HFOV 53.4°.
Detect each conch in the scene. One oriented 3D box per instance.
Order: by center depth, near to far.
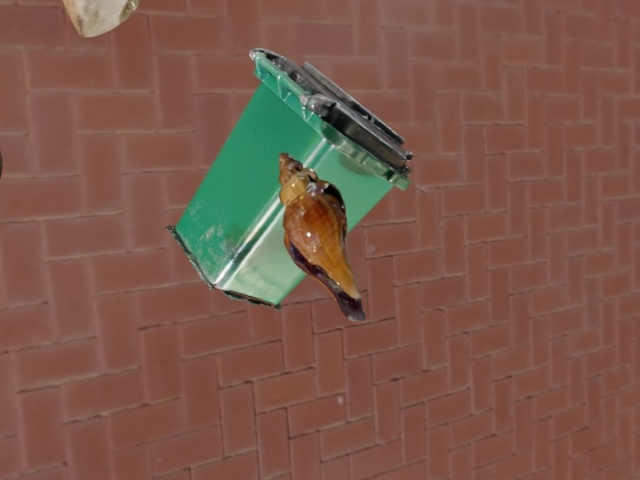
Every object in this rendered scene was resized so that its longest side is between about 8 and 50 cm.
[{"bbox_3d":[-0.005,0.000,0.816,0.080,0.086,0.232,-18,103,-57],"label":"conch"}]

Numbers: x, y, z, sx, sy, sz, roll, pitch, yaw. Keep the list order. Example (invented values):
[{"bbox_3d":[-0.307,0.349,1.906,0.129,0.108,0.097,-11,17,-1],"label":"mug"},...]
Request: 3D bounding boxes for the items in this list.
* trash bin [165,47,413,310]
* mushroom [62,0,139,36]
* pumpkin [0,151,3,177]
[{"bbox_3d":[-0.066,-0.093,1.084,0.381,0.259,0.295,-52,141,11],"label":"trash bin"},{"bbox_3d":[-0.473,-0.604,1.259,0.224,0.397,0.313,-38,90,-32],"label":"mushroom"},{"bbox_3d":[-0.733,-0.151,1.224,0.221,0.220,0.161,3,102,-29],"label":"pumpkin"}]
